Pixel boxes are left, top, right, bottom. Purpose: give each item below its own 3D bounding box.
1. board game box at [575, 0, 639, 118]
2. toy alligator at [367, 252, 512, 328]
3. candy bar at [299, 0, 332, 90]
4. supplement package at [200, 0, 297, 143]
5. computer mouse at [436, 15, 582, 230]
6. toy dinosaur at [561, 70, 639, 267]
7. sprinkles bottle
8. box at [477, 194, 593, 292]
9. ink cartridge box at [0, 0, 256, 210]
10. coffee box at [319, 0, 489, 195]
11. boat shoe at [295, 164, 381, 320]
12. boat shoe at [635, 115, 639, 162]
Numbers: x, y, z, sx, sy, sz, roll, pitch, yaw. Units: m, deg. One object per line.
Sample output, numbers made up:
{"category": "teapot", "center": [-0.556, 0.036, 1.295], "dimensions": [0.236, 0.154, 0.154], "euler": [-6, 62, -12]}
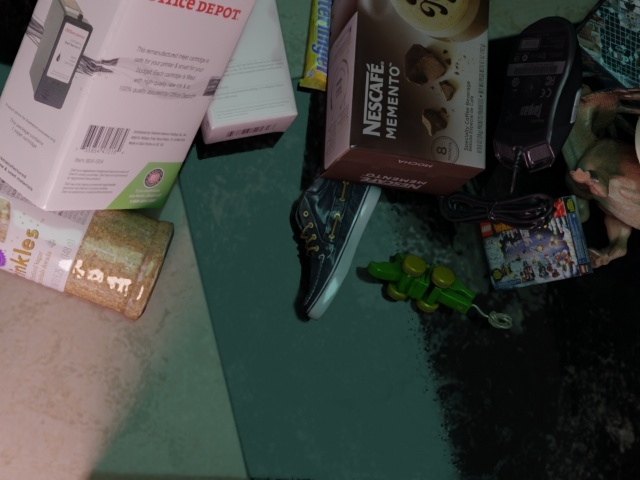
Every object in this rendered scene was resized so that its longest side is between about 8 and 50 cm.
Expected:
{"category": "board game box", "center": [0.453, -0.231, 1.452], "dimensions": [0.243, 0.042, 0.165], "euler": [42, 79, -4]}
{"category": "toy alligator", "center": [0.146, 0.054, 1.365], "dimensions": [0.189, 0.056, 0.051], "euler": [21, 40, -7]}
{"category": "candy bar", "center": [0.002, -0.263, 1.386], "dimensions": [0.040, 0.018, 0.161], "euler": [8, 84, -10]}
{"category": "supplement package", "center": [-0.100, -0.215, 1.318], "dimensions": [0.105, 0.105, 0.179], "euler": [-10, 86, -10]}
{"category": "computer mouse", "center": [0.232, -0.132, 1.351], "dimensions": [0.060, 0.184, 0.262], "euler": [19, 76, -40]}
{"category": "toy dinosaur", "center": [0.381, -0.081, 1.388], "dimensions": [0.295, 0.127, 0.200], "euler": [42, 61, -14]}
{"category": "sprinkles bottle", "center": [-0.346, -0.027, 1.246], "dimensions": [0.355, 0.121, 0.121], "euler": [21, 81, -8]}
{"category": "box", "center": [0.254, 0.006, 1.346], "dimensions": [0.027, 0.137, 0.094], "euler": [-9, 84, -40]}
{"category": "ink cartridge box", "center": [-0.211, -0.175, 1.187], "dimensions": [0.115, 0.198, 0.273], "euler": [35, 108, 25]}
{"category": "coffee box", "center": [0.100, -0.217, 1.324], "dimensions": [0.168, 0.119, 0.297], "euler": [9, 75, -16]}
{"category": "boat shoe", "center": [0.000, 0.000, 1.339], "dimensions": [0.083, 0.065, 0.183], "euler": [25, 74, -6]}
{"category": "boat shoe", "center": [0.448, -0.151, 1.337], "dimensions": [0.233, 0.079, 0.084], "euler": [-38, 106, -36]}
